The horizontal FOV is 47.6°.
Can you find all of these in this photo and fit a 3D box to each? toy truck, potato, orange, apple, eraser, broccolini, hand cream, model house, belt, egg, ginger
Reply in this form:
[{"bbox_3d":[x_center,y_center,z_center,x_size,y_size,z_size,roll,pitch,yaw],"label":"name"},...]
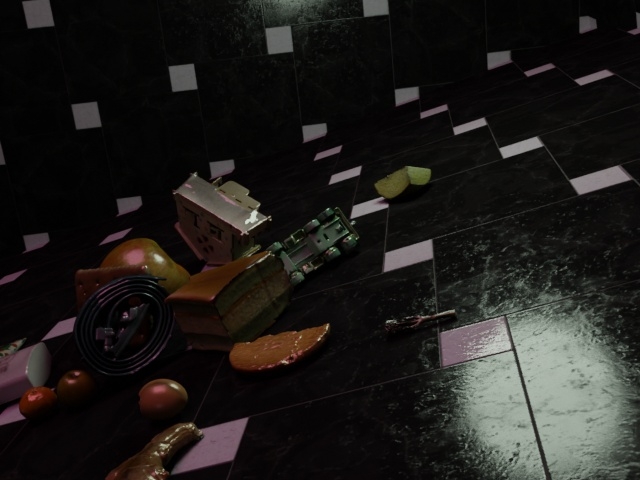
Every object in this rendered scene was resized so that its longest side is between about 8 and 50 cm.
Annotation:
[{"bbox_3d":[-0.034,0.033,1.892,0.259,0.128,0.135,-34,-4,-30],"label":"toy truck"},{"bbox_3d":[0.258,-0.162,2.206,0.120,0.081,0.149,3,-20,-40],"label":"potato"},{"bbox_3d":[-0.639,0.368,1.642,0.083,0.070,0.083,-15,20,6],"label":"orange"},{"bbox_3d":[-0.496,0.123,2.014,0.226,0.246,0.246,-46,23,-9],"label":"apple"},{"bbox_3d":[-0.835,0.364,1.844,0.270,0.095,0.174,-22,20,2],"label":"eraser"},{"bbox_3d":[0.192,0.156,1.398,0.139,0.030,0.035,-14,-17,8],"label":"broccolini"},{"bbox_3d":[-0.929,0.342,2.080,0.095,0.059,0.276,-19,13,0],"label":"hand cream"},{"bbox_3d":[-0.298,-0.037,2.238,0.326,0.244,0.169,30,45,24],"label":"model house"},{"bbox_3d":[-0.446,0.189,1.683,0.267,0.206,0.116,-50,10,-19],"label":"belt"},{"bbox_3d":[-0.306,0.309,1.416,0.096,0.080,0.080,-19,18,16],"label":"egg"},{"bbox_3d":[-0.545,0.333,1.632,0.089,0.075,0.089,1,20,0],"label":"apple"},{"bbox_3d":[-0.292,0.394,1.172,0.148,0.081,0.334,-31,12,23],"label":"ginger"}]

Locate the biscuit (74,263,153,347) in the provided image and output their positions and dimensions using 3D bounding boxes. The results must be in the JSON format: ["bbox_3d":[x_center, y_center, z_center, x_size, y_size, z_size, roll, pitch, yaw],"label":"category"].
[{"bbox_3d":[-0.531,0.173,1.866,0.324,0.217,0.044,-4,5,40],"label":"biscuit"}]

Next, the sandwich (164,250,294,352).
[{"bbox_3d":[-0.212,0.136,1.688,0.198,0.155,0.227,-4,24,43],"label":"sandwich"}]

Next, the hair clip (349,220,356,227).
[{"bbox_3d":[0.001,0.002,2.032,0.229,0.036,0.066,-23,12,16],"label":"hair clip"}]

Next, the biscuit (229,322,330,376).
[{"bbox_3d":[-0.089,0.230,1.476,0.224,0.033,0.144,-16,21,17],"label":"biscuit"}]
